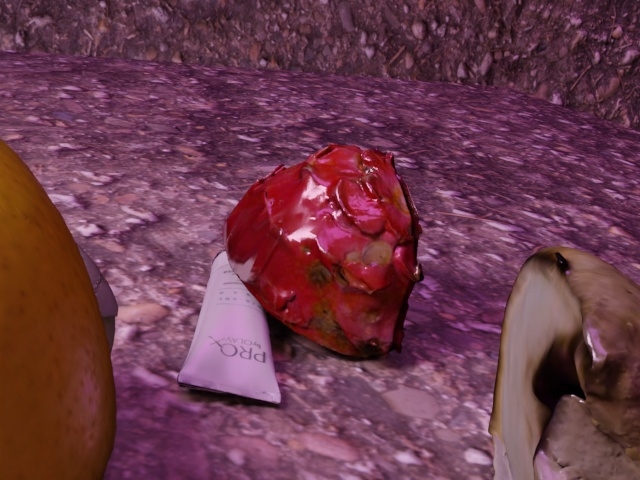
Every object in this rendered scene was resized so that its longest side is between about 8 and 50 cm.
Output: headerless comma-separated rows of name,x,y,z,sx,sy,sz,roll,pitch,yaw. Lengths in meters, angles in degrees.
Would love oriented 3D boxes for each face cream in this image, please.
face cream,-0.087,0.082,0.883,0.092,0.058,0.243,11,24,-9

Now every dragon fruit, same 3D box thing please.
dragon fruit,0.000,0.000,0.919,0.189,0.163,0.261,-15,51,-18

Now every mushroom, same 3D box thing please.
mushroom,0.211,0.127,0.610,0.212,0.217,0.292,17,19,14

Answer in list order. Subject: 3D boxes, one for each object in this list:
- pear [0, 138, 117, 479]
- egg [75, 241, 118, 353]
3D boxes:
pear,-0.272,0.056,0.407,0.341,0.191,0.386,3,47,-4
egg,-0.276,0.055,0.660,0.253,0.186,0.186,6,18,-1
